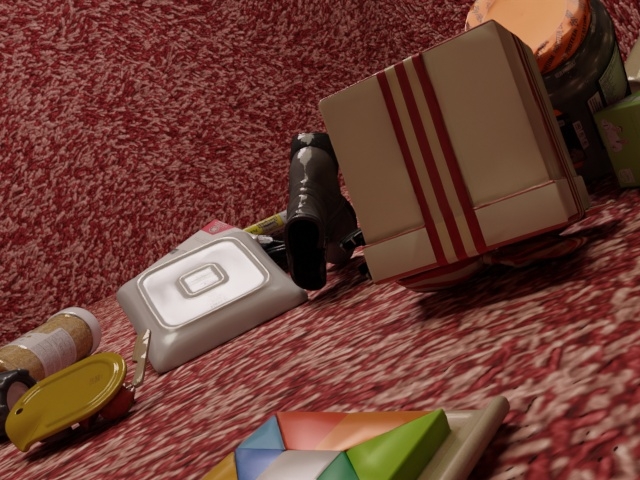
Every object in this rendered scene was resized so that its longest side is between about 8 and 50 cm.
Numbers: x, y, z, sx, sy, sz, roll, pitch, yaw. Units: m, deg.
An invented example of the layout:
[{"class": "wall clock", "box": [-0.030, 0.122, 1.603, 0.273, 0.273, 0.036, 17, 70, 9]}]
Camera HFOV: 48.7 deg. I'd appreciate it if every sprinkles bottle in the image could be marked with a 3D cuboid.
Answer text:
[{"class": "sprinkles bottle", "box": [-0.569, 0.238, 1.432, 0.121, 0.121, 0.355, -22, 7, 9]}]

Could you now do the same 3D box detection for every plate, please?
[{"class": "plate", "box": [-0.201, 0.083, 1.229, 0.277, 0.045, 0.278, -25, 35, -18]}]

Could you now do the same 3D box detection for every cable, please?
[{"class": "cable", "box": [-0.071, 0.029, 1.514, 0.184, 0.047, 0.150, 2, -16, 29]}]

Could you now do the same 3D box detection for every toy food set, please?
[{"class": "toy food set", "box": [-0.315, 0.224, 0.969, 0.217, 0.071, 0.128, -25, 31, 0]}]

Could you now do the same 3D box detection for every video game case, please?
[{"class": "video game case", "box": [-0.141, 0.017, 1.677, 0.248, 0.035, 0.275, -25, -15, -14]}]

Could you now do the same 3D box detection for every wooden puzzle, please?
[{"class": "wooden puzzle", "box": [-0.017, 0.167, 0.463, 0.238, 0.044, 0.221, -18, 9, 38]}]

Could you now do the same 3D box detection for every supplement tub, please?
[{"class": "supplement tub", "box": [0.349, -0.238, 1.068, 0.207, 0.207, 0.338, -20, -32, 23]}]

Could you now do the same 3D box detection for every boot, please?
[{"class": "boot", "box": [-0.010, -0.001, 1.233, 0.118, 0.338, 0.223, -4, 53, 13]}]

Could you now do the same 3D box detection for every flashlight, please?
[{"class": "flashlight", "box": [-0.600, 0.291, 1.160, 0.304, 0.103, 0.103, -16, 43, 19]}]

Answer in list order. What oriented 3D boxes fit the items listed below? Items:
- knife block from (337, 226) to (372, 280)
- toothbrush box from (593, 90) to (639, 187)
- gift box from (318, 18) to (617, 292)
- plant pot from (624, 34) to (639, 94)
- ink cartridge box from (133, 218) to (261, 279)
[{"class": "knife block", "box": [0.172, -0.029, 1.154, 0.242, 0.088, 0.275, -17, 10, 40]}, {"class": "toothbrush box", "box": [0.531, -0.168, 0.889, 0.206, 0.122, 0.283, -26, 6, -18]}, {"class": "gift box", "box": [0.189, -0.086, 0.854, 0.255, 0.258, 0.276, -20, -5, 32]}, {"class": "plant pot", "box": [0.649, -0.311, 1.231, 0.274, 0.256, 0.256, -41, 11, -12]}, {"class": "ink cartridge box", "box": [-0.234, 0.067, 1.402, 0.218, 0.092, 0.158, -37, 36, -27]}]
